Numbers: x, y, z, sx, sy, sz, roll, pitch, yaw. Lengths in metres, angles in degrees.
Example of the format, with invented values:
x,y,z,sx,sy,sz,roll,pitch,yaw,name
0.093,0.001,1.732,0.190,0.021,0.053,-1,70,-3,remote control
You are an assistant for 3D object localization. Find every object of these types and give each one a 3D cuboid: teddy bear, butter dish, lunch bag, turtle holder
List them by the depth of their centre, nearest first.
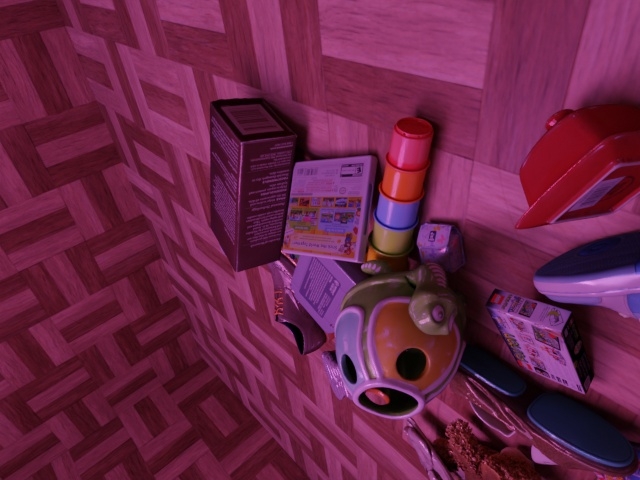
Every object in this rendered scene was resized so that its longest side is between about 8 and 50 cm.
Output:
x,y,z,sx,sy,sz,roll,pitch,yaw,name
0.300,-0.099,0.503,0.160,0.160,0.118,112,143,-56,butter dish
0.160,0.180,0.798,0.243,0.227,0.320,38,136,-21,turtle holder
0.215,0.010,0.799,0.071,0.053,0.083,10,117,51,lunch bag
0.381,0.517,1.006,0.245,0.113,0.337,49,158,28,teddy bear

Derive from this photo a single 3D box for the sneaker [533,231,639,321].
x,y,z,sx,sy,sz,roll,pitch,yaw,name
0.419,0.095,0.502,0.319,0.127,0.208,-16,103,60,sneaker

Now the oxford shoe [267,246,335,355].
x,y,z,sx,sy,sz,roll,pitch,yaw,name
-0.088,0.173,1.324,0.363,0.133,0.130,60,151,-5,oxford shoe

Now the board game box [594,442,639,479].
x,y,z,sx,sy,sz,roll,pitch,yaw,name
0.531,0.400,0.689,0.194,0.060,0.194,10,129,56,board game box

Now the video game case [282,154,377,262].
x,y,z,sx,sy,sz,roll,pitch,yaw,name
0.013,-0.066,0.917,0.227,0.026,0.206,6,87,46,video game case

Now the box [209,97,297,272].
x,y,z,sx,sy,sz,roll,pitch,yaw,name
-0.176,-0.127,1.080,0.191,0.143,0.381,53,143,36,box

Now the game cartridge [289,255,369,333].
x,y,z,sx,sy,sz,roll,pitch,yaw,name
0.019,0.114,1.085,0.196,0.060,0.294,51,150,18,game cartridge

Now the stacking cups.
x,y,z,sx,sy,sz,roll,pitch,yaw,name
0.134,-0.067,0.803,0.096,0.096,0.316,36,143,33,stacking cups

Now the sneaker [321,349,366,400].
x,y,z,sx,sy,sz,roll,pitch,yaw,name
0.118,0.321,1.126,0.321,0.180,0.124,153,98,-74,sneaker

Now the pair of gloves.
x,y,z,sx,sy,sz,roll,pitch,yaw,name
0.281,0.577,1.153,0.204,0.042,0.240,54,169,39,pair of gloves

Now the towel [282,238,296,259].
x,y,z,sx,sy,sz,roll,pitch,yaw,name
-0.095,0.000,1.249,0.119,0.029,0.067,55,-173,2,towel

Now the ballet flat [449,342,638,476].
x,y,z,sx,sy,sz,roll,pitch,yaw,name
0.365,0.316,0.792,0.343,0.116,0.124,27,127,45,ballet flat

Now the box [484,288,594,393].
x,y,z,sx,sy,sz,roll,pitch,yaw,name
0.343,0.159,0.687,0.114,0.036,0.207,19,156,48,box

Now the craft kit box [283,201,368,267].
x,y,z,sx,sy,sz,roll,pitch,yaw,name
0.000,0.000,1.111,0.246,0.061,0.250,58,150,4,craft kit box
